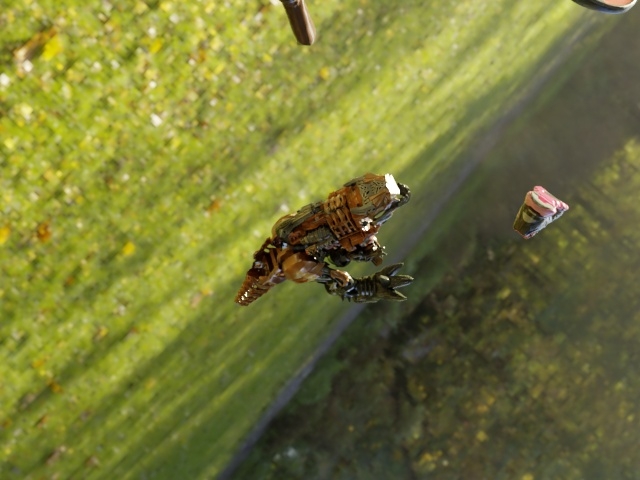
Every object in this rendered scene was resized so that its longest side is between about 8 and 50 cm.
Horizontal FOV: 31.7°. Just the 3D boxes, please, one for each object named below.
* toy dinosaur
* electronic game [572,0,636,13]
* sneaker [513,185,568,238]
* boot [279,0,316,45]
[{"bbox_3d":[0.000,0.000,1.563,0.322,0.164,0.218,-9,167,41],"label":"toy dinosaur"},{"bbox_3d":[0.398,-0.440,1.737,0.229,0.229,0.048,-38,173,-47],"label":"electronic game"},{"bbox_3d":[0.256,-0.030,1.339,0.057,0.047,0.119,-60,161,17],"label":"sneaker"},{"bbox_3d":[-0.026,-0.246,1.217,0.037,0.106,0.114,-11,134,5],"label":"boot"}]
